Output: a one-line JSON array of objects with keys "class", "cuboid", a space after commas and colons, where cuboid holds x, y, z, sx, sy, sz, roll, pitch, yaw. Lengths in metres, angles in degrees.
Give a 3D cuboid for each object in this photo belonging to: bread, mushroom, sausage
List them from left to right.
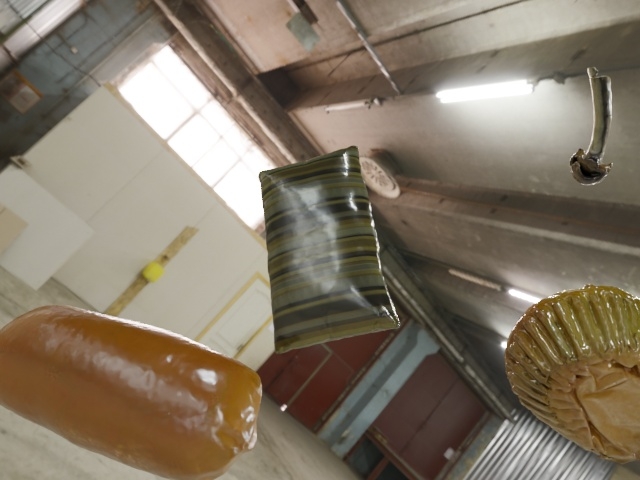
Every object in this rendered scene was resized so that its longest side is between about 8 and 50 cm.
[{"class": "sausage", "cuboid": [-0.150, 0.108, 0.370, 0.238, 0.098, 0.098, 10, -24, 21]}, {"class": "bread", "cuboid": [0.375, 0.179, 0.673, 0.240, 0.240, 0.139, 44, 26, -6]}, {"class": "mushroom", "cuboid": [0.440, -0.181, 0.787, 0.060, 0.061, 0.187, 17, -59, 41]}]

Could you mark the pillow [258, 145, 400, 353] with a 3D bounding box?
[{"class": "pillow", "cuboid": [0.000, 0.000, 0.465, 0.038, 0.113, 0.204, 65, 14, -57]}]
